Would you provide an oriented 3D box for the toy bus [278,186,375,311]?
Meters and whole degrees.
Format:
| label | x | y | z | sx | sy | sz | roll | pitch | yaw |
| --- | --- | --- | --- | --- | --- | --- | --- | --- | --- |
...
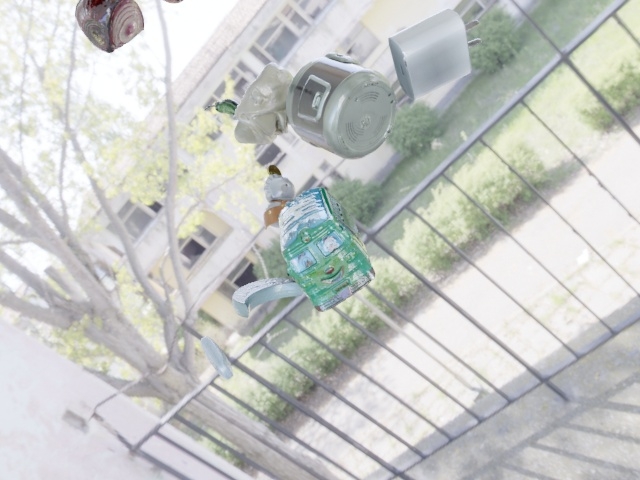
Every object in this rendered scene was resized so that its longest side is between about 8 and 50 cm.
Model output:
| label | x | y | z | sx | sy | sz | roll | pitch | yaw |
| --- | --- | --- | --- | --- | --- | --- | --- | --- | --- |
| toy bus | 0.000 | 0.000 | 1.384 | 0.183 | 0.199 | 0.343 | -34 | 21 | 7 |

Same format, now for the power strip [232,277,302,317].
| label | x | y | z | sx | sy | sz | roll | pitch | yaw |
| --- | --- | --- | --- | --- | --- | --- | --- | --- | --- |
| power strip | -0.143 | 0.142 | 1.475 | 0.215 | 0.044 | 0.137 | -20 | 19 | -35 |

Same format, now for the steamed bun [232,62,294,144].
| label | x | y | z | sx | sy | sz | roll | pitch | yaw |
| --- | --- | --- | --- | --- | --- | --- | --- | --- | --- |
| steamed bun | -0.192 | -0.520 | 2.228 | 0.324 | 0.219 | 0.310 | -56 | -4 | -20 |

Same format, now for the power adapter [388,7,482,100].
| label | x | y | z | sx | sy | sz | roll | pitch | yaw |
| --- | --- | --- | --- | --- | --- | --- | --- | --- | --- |
| power adapter | 0.338 | -0.541 | 1.566 | 0.255 | 0.187 | 0.124 | -28 | 46 | 0 |

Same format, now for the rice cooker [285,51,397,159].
| label | x | y | z | sx | sy | sz | roll | pitch | yaw |
| --- | --- | --- | --- | --- | --- | --- | --- | --- | --- |
| rice cooker | 0.062 | -0.474 | 1.933 | 0.335 | 0.335 | 0.325 | -52 | 47 | -2 |

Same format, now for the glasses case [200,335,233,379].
| label | x | y | z | sx | sy | sz | roll | pitch | yaw |
| --- | --- | --- | --- | --- | --- | --- | --- | --- | --- |
| glasses case | -0.299 | 0.336 | 1.584 | 0.045 | 0.067 | 0.178 | -35 | 34 | -15 |

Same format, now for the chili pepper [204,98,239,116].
| label | x | y | z | sx | sy | sz | roll | pitch | yaw |
| --- | --- | --- | --- | --- | --- | --- | --- | --- | --- |
| chili pepper | -0.389 | -0.560 | 2.429 | 0.065 | 0.278 | 0.122 | -16 | -42 | -56 |

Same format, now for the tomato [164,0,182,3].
| label | x | y | z | sx | sy | sz | roll | pitch | yaw |
| --- | --- | --- | --- | --- | --- | --- | --- | --- | --- |
| tomato | -0.409 | -0.658 | 1.369 | 0.082 | 0.174 | 0.167 | -14 | 57 | 26 |

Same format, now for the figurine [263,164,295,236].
| label | x | y | z | sx | sy | sz | roll | pitch | yaw |
| --- | --- | --- | --- | --- | --- | --- | --- | --- | --- |
| figurine | -0.129 | -0.114 | 1.775 | 0.143 | 0.143 | 0.271 | -41 | 62 | 33 |

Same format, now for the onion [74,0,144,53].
| label | x | y | z | sx | sy | sz | roll | pitch | yaw |
| --- | --- | --- | --- | --- | --- | --- | --- | --- | --- |
| onion | -0.813 | -0.864 | 2.088 | 0.216 | 0.206 | 0.207 | -56 | -14 | -35 |
